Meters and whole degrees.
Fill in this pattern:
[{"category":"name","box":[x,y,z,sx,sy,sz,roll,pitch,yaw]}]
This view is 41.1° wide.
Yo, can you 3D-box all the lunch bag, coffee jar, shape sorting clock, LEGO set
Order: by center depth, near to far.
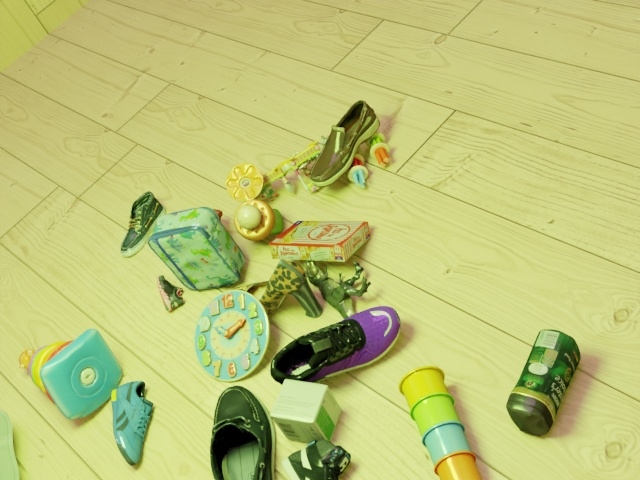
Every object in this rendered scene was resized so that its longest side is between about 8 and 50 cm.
[{"category":"coffee jar","box":[0.407,0.261,1.561,0.079,0.096,0.184,11,56,37]},{"category":"shape sorting clock","box":[-0.202,0.212,1.910,0.206,0.040,0.206,-11,68,29]},{"category":"lunch bag","box":[-0.297,0.027,2.049,0.176,0.219,0.090,-9,46,24]},{"category":"LEGO set","box":[-0.072,-0.160,2.224,0.287,0.107,0.132,-32,8,3]}]

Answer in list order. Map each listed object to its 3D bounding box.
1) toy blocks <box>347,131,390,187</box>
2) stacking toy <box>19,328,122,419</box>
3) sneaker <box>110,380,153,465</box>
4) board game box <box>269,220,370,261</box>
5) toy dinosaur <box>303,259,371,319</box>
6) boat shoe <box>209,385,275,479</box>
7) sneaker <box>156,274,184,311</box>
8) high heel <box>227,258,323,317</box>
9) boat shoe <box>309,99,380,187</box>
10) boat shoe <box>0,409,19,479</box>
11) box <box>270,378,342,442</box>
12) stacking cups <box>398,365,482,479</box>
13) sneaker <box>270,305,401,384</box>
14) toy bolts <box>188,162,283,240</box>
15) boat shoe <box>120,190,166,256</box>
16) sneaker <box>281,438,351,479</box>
[{"category":"toy blocks","box":[0.123,-0.200,2.167,0.123,0.054,0.148,-22,44,8]},{"category":"stacking toy","box":[-0.632,0.303,2.030,0.301,0.166,0.175,3,35,43]},{"category":"sneaker","box":[-0.408,0.393,1.873,0.082,0.069,0.209,-22,43,1]},{"category":"board game box","box":[0.000,0.000,2.007,0.193,0.045,0.147,1,23,27]},{"category":"toy dinosaur","box":[0.055,0.113,1.905,0.118,0.064,0.268,-44,44,9]},{"category":"boat shoe","box":[-0.166,0.410,1.700,0.127,0.113,0.340,-19,44,10]},{"category":"sneaker","box":[-0.373,0.126,2.129,0.057,0.047,0.119,-20,46,-13]},{"category":"high heel","box":[-0.134,0.093,1.927,0.261,0.186,0.093,4,52,30]},{"category":"boat shoe","box":[0.046,-0.251,2.144,0.095,0.095,0.257,16,60,38]},{"category":"boat shoe","box":[-0.728,0.521,1.906,0.114,0.091,0.302,2,40,-15]},{"category":"box","box":[-0.027,0.343,1.701,0.102,0.101,0.087,3,51,27]},{"category":"stacking cups","box":[0.226,0.377,1.546,0.096,0.096,0.316,-23,44,6]},{"category":"sneaker","box":[0.027,0.219,1.740,0.293,0.146,0.102,-28,69,6]},{"category":"toy bolts","box":[-0.235,-0.085,2.113,0.228,0.158,0.218,-18,78,11]},{"category":"boat shoe","box":[-0.499,-0.047,2.319,0.065,0.083,0.183,10,56,34]},{"category":"sneaker","box":[0.019,0.452,1.591,0.121,0.079,0.217,-36,42,-6]}]
